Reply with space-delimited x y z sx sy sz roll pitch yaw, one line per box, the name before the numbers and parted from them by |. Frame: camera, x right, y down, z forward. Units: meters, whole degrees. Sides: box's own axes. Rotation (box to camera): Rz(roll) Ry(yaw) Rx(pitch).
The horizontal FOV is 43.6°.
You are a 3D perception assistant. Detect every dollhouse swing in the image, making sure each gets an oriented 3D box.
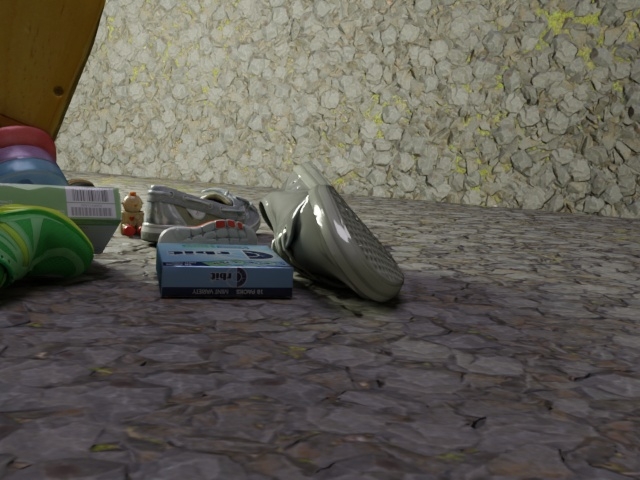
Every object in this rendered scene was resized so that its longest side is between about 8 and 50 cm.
dollhouse swing | -0.553 -0.289 1.247 0.347 0.315 0.305 21 -8 -15

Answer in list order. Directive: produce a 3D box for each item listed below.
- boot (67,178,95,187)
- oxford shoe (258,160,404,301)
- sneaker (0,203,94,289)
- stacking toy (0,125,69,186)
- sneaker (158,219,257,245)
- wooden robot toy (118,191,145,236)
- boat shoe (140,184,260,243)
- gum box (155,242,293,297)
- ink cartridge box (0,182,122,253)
boot | -0.484 -0.071 1.645 0.137 0.076 0.198 10 22 17
oxford shoe | 0.000 0.000 1.096 0.130 0.169 0.449 -38 19 1
sneaker | -0.372 0.019 0.884 0.109 0.123 0.295 -34 -23 20
stacking toy | -0.516 -0.038 1.094 0.309 0.130 0.279 2 -37 -45
sneaker | -0.180 -0.004 1.264 0.158 0.061 0.065 1 1 -20
wooden robot toy | -0.333 -0.049 1.461 0.173 0.079 0.076 -1 8 -27
boat shoe | -0.208 -0.055 1.460 0.118 0.103 0.320 7 8 28
gum box | -0.129 0.036 1.027 0.157 0.041 0.184 2 8 -13
ink cartridge box | -0.381 -0.004 1.079 0.171 0.056 0.235 0 -24 -29
